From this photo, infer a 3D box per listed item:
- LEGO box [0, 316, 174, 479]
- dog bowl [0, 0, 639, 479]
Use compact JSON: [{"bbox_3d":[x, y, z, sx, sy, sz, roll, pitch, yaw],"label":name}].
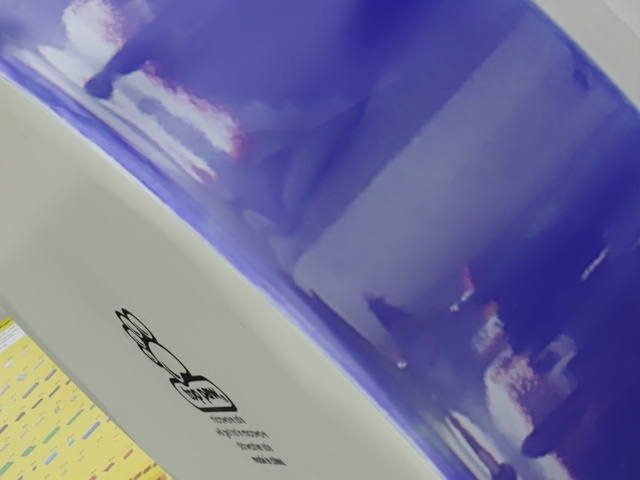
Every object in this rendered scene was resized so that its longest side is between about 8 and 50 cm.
[{"bbox_3d":[0.005,0.177,0.874,0.500,0.372,0.193,-36,30,12],"label":"LEGO box"},{"bbox_3d":[0.000,0.000,0.455,0.104,0.265,0.265,-47,27,-17],"label":"dog bowl"}]
